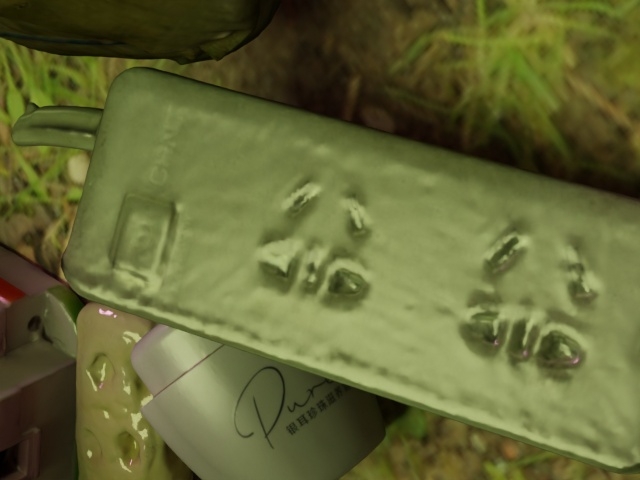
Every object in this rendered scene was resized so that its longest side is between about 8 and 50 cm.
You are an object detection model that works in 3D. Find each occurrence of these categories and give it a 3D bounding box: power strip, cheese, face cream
[{"bbox_3d":[0.000,0.000,0.572,0.288,0.053,0.093,16,94,21],"label":"power strip"},{"bbox_3d":[-0.092,0.115,0.761,0.065,0.043,0.194,26,121,33],"label":"cheese"},{"bbox_3d":[-0.025,0.063,0.651,0.095,0.091,0.091,54,133,2],"label":"face cream"}]

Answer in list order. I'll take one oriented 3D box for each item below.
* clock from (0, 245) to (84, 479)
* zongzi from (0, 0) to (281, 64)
[{"bbox_3d":[-0.274,0.148,0.750,0.166,0.310,0.235,26,122,31],"label":"clock"},{"bbox_3d":[-0.204,-0.184,0.520,0.356,0.393,0.174,25,97,27],"label":"zongzi"}]
